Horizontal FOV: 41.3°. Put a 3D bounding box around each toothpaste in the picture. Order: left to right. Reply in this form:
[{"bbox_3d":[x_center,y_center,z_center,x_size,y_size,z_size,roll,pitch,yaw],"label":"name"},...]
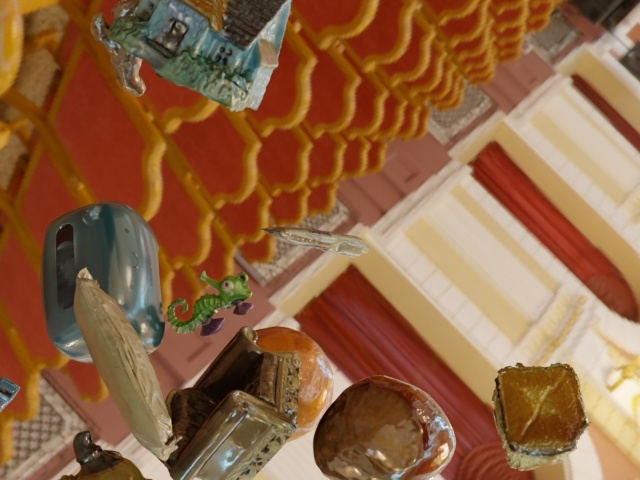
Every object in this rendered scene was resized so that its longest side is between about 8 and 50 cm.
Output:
[{"bbox_3d":[0.000,0.000,1.426,0.233,0.060,0.038,11,92,-43],"label":"toothpaste"}]

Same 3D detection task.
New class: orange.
[{"bbox_3d":[-0.109,0.332,1.941,0.284,0.283,0.226,-47,-160,28],"label":"orange"}]

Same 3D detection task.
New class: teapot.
[{"bbox_3d":[-0.347,0.418,1.252,0.173,0.182,0.270,170,-71,-76],"label":"teapot"}]

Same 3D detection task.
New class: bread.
[{"bbox_3d":[0.307,0.241,1.180,0.127,0.140,0.069,-8,150,2],"label":"bread"}]

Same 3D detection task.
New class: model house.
[{"bbox_3d":[-0.180,-0.385,1.457,0.241,0.261,0.226,-60,167,14],"label":"model house"}]

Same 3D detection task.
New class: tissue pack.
[{"bbox_3d":[-0.408,0.073,1.567,0.198,0.288,0.206,-15,153,15],"label":"tissue pack"}]

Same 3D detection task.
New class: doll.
[{"bbox_3d":[-0.213,0.120,1.626,0.190,0.115,0.050,-34,174,14],"label":"doll"}]

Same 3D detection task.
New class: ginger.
[{"bbox_3d":[-0.346,-0.439,1.665,0.333,0.166,0.080,-44,-144,33],"label":"ginger"}]

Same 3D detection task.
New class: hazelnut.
[{"bbox_3d":[0.095,0.289,1.302,0.210,0.186,0.210,-22,-145,16],"label":"hazelnut"}]

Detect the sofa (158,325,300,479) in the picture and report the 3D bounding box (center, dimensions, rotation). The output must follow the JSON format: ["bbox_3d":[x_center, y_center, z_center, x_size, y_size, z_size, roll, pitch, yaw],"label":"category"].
[{"bbox_3d":[-0.159,0.272,1.427,0.200,0.182,0.258,-49,-165,19],"label":"sofa"}]

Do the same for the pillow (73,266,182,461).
[{"bbox_3d":[-0.207,0.134,0.902,0.053,0.208,0.119,-27,164,-11],"label":"pillow"}]

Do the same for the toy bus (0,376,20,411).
[{"bbox_3d":[-0.563,0.276,1.486,0.083,0.038,0.046,-41,-160,35],"label":"toy bus"}]
